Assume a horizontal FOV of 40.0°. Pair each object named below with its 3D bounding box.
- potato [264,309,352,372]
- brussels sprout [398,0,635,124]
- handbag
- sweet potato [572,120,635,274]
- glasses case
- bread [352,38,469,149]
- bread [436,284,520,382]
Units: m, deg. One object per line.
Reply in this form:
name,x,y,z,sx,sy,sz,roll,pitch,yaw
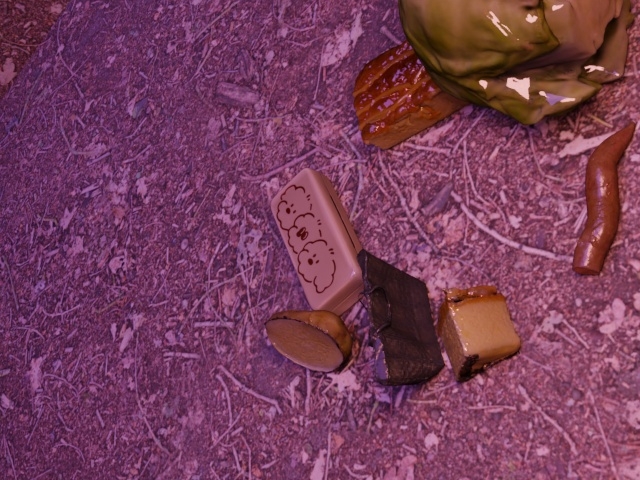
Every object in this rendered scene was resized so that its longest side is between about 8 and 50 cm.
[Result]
potato,-0.018,0.190,1.829,0.200,0.164,0.081,0,41,38
brussels sprout,0.319,-0.421,1.553,0.361,0.425,0.342,12,55,46
handbag,0.138,0.155,1.653,0.088,0.175,0.270,-28,57,31
sweet potato,0.484,-0.081,1.510,0.067,0.059,0.281,4,76,35
glasses case,0.000,0.000,1.925,0.144,0.076,0.336,-43,48,22
bread,0.199,-0.330,1.855,0.274,0.114,0.185,-28,54,35
bread,0.273,0.169,1.602,0.152,0.127,0.147,114,148,-53
